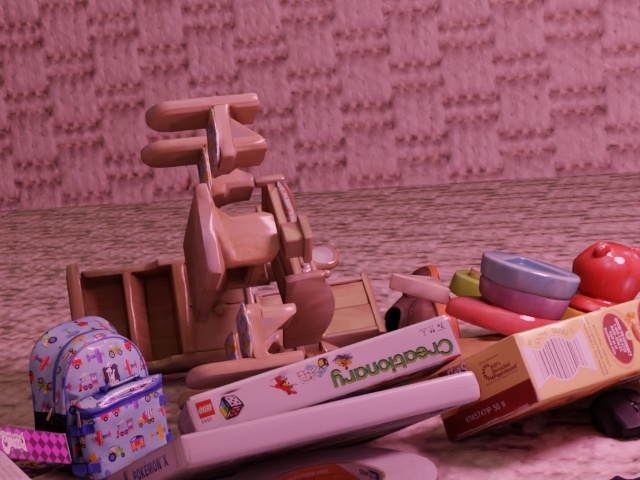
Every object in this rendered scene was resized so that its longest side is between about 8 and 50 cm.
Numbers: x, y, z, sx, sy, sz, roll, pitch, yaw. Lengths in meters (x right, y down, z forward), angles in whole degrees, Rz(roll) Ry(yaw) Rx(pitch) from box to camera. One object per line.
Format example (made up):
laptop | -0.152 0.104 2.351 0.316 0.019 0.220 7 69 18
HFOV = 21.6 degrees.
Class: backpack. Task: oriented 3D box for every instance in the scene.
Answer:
backpack | -0.265 0.182 1.993 0.117 0.173 0.158 4 13 45

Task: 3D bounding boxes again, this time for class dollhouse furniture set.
dollhouse furniture set | -0.199 0.054 2.222 0.256 0.362 0.394 -7 -18 -11
dollhouse furniture set | 0.000 0.000 2.311 0.174 0.355 0.303 -9 49 -11

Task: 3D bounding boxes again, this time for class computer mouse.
computer mouse | 0.371 0.204 1.868 0.071 0.041 0.242 -9 11 -19

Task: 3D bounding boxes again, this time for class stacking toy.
stacking toy | 0.275 0.041 2.272 0.279 0.130 0.309 20 10 39

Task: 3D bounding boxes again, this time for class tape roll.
tape roll | 0.010 0.268 1.637 0.219 0.072 0.219 -5 11 1

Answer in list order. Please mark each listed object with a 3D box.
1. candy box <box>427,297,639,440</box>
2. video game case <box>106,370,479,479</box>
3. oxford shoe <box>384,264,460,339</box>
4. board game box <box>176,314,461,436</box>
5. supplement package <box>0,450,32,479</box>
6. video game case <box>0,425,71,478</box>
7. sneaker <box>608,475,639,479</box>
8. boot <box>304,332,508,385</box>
candy box | 0.306 0.139 1.967 0.316 0.087 0.183 -12 -13 -34
video game case | -0.037 0.211 1.785 0.329 0.036 0.300 -11 -11 -24
oxford shoe | 0.136 0.099 2.459 0.098 0.097 0.271 -12 10 -2
board game box | -0.007 0.167 1.895 0.305 0.053 0.193 -17 -9 -11
supplement package | -0.391 0.294 1.546 0.244 0.134 0.139 -11 11 -24
video game case | -0.408 0.242 1.753 0.210 0.042 0.232 -20 -16 17
sneaker | 0.299 0.259 1.593 0.053 0.059 0.144 -45 10 -22
boot | 0.116 0.166 2.105 0.269 0.089 0.236 -4 11 2
